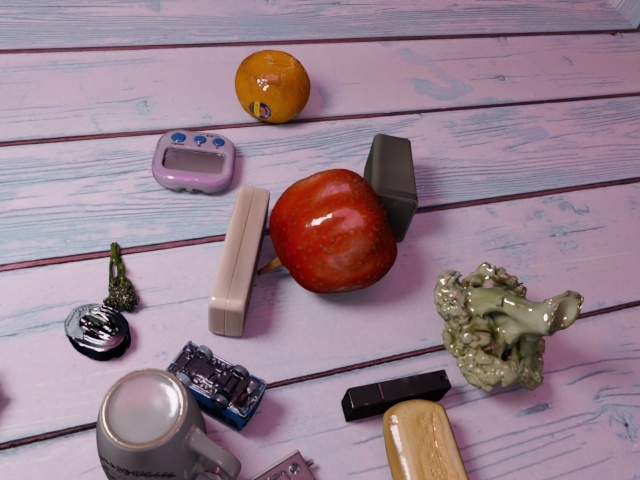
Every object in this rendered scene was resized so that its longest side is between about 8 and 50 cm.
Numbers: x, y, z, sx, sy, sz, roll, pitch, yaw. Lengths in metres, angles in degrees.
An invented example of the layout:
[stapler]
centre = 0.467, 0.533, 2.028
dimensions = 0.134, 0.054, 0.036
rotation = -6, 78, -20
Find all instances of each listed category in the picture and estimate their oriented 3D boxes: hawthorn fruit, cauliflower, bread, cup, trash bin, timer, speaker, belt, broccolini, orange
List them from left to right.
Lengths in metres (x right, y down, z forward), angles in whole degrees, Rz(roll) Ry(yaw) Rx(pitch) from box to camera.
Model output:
[belt]
centre = -0.455, 0.185, 1.106
dimensions = 0.139, 0.058, 0.105
rotation = 22, 52, 6
[broccolini]
centre = -0.453, 0.070, 1.194
dimensions = 0.073, 0.058, 0.201
rotation = -8, 56, -25
[cup]
centre = -0.254, 0.339, 0.922
dimensions = 0.257, 0.234, 0.186
rotation = 21, 53, 3
[timer]
centre = -0.332, -0.207, 1.424
dimensions = 0.208, 0.069, 0.191
rotation = 7, 52, -8
[orange]
centre = -0.139, -0.444, 1.566
dimensions = 0.219, 0.193, 0.220
rotation = 1, 67, -3
[hawthorn fruit]
centre = 0.000, 0.000, 1.232
dimensions = 0.330, 0.287, 0.287
rotation = -27, 59, 2
[trash bin]
centre = 0.176, -0.144, 1.417
dimensions = 0.122, 0.164, 0.241
rotation = 9, 51, -4
[speaker]
centre = 0.155, 0.317, 1.112
dimensions = 0.217, 0.082, 0.044
rotation = -8, 55, -16
[bread]
centre = 0.196, 0.418, 1.033
dimensions = 0.147, 0.098, 0.218
rotation = 0, 55, -12
[cauliflower]
centre = 0.377, 0.188, 1.146
dimensions = 0.327, 0.281, 0.260
rotation = 36, 86, -3

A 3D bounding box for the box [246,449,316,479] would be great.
[box]
centre = -0.046, 0.528, 0.935
dimensions = 0.210, 0.045, 0.270
rotation = -22, 60, -24

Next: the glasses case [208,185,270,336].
[glasses case]
centre = -0.180, 0.040, 1.219
dimensions = 0.076, 0.144, 0.337
rotation = 10, 51, -3

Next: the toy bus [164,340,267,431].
[toy bus]
centre = -0.201, 0.285, 1.050
dimensions = 0.184, 0.106, 0.090
rotation = 24, 49, 14
